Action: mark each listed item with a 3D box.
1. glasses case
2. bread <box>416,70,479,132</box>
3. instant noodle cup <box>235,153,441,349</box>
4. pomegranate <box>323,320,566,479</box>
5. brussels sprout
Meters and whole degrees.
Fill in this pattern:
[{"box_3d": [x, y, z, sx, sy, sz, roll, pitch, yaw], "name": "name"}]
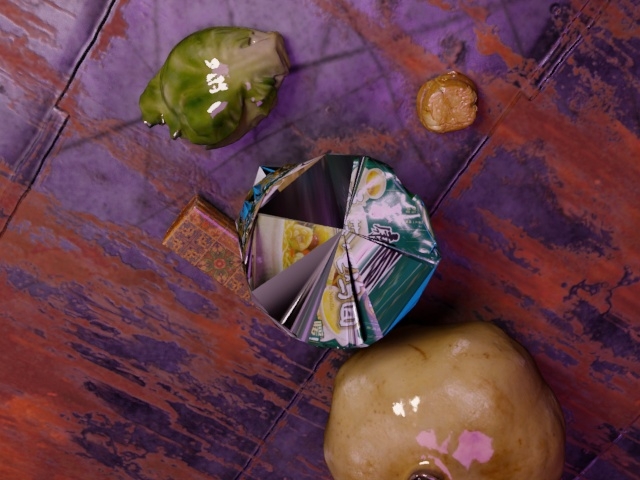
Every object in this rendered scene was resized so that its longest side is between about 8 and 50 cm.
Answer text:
[{"box_3d": [-0.106, 0.031, 1.027, 0.218, 0.049, 0.075, 37, 107, -19], "name": "glasses case"}, {"box_3d": [0.163, -0.174, 0.949, 0.081, 0.046, 0.083, 37, 107, -25], "name": "bread"}, {"box_3d": [0.000, 0.000, 0.922, 0.240, 0.178, 0.240, -3, 100, -16], "name": "instant noodle cup"}, {"box_3d": [0.168, 0.268, 1.019, 0.332, 0.332, 0.332, -1, 116, -3], "name": "pomegranate"}, {"box_3d": [-0.125, -0.190, 0.899, 0.181, 0.100, 0.139, -28, 95, 21], "name": "brussels sprout"}]
